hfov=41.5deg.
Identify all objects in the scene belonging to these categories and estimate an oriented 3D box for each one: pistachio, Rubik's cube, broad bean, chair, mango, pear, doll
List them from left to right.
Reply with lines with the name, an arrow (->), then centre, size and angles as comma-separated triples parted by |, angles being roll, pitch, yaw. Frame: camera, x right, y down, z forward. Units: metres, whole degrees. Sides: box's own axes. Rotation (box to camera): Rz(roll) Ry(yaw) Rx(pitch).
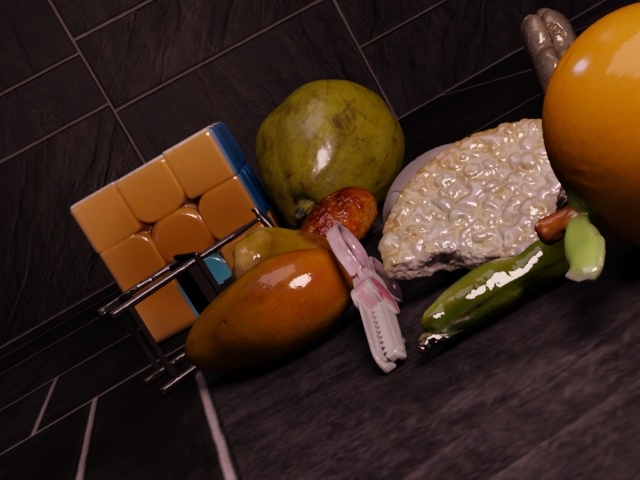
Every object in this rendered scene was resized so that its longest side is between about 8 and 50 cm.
Rubik's cube -> -0.239, -0.026, 1.582 | 0.291, 0.291, 0.290 | -29, 10, 4
chair -> -0.167, 0.083, 1.220 | 0.260, 0.154, 0.141 | -35, 11, -21
mango -> -0.070, 0.089, 1.006 | 0.253, 0.113, 0.138 | -30, 3, 27
pistachio -> -0.051, 0.041, 1.145 | 0.189, 0.110, 0.100 | -1, 27, -44
pear -> 0.013, -0.145, 1.593 | 0.287, 0.287, 0.375 | -23, 25, 31
broad bean -> 0.169, 0.038, 0.777 | 0.214, 0.048, 0.070 | -31, 10, -14
doll -> 0.256, -0.072, 0.682 | 0.236, 0.213, 0.213 | -40, 9, 4

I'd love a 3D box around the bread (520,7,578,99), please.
bread -> 0.469, -0.374, 1.698 | 0.102, 0.183, 0.337 | -18, 12, 15

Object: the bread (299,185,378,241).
bread -> 0.007, -0.005, 1.355 | 0.139, 0.095, 0.269 | -30, 10, 46

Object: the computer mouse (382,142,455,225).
computer mouse -> 0.177, -0.062, 1.077 | 0.184, 0.121, 0.297 | -29, 8, -7

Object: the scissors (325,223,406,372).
scissors -> 0.056, 0.062, 0.888 | 0.030, 0.118, 0.242 | -40, 20, 14

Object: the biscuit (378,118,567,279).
biscuit -> 0.180, -0.039, 0.920 | 0.265, 0.040, 0.188 | -34, 48, 3
